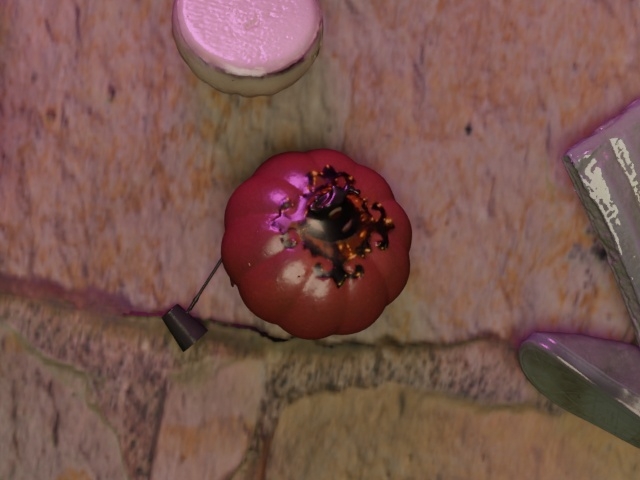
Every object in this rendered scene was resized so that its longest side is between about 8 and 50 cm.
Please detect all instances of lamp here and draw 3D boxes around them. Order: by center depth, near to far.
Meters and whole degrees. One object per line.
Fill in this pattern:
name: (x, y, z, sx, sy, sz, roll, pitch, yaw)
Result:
lamp: (0.000, 0.000, 1.587, 0.182, 0.140, 0.182, 6, 72, -18)
lamp: (-0.104, 0.049, 1.662, 0.121, 0.041, 0.054, -41, 93, 10)

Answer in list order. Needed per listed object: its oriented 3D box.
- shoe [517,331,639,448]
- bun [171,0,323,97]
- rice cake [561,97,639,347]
shoe: (0.286, 0.137, 1.690, 0.195, 0.079, 0.078, 35, 60, 0)
bun: (-0.068, -0.186, 1.580, 0.138, 0.094, 0.138, 3, 67, -8)
rice cake: (0.320, -0.011, 1.647, 0.127, 0.043, 0.237, -31, 105, -18)
